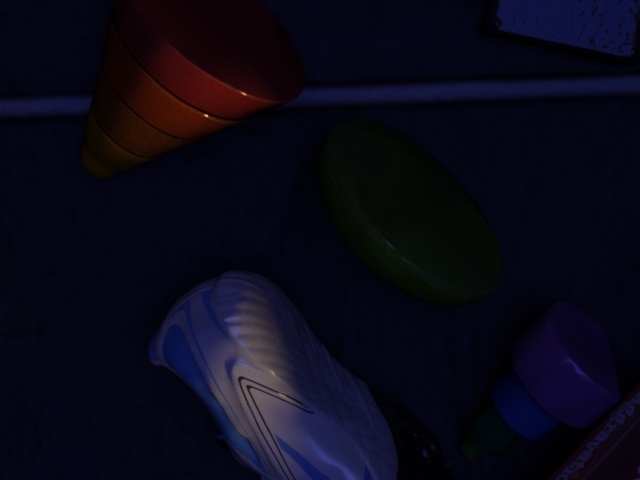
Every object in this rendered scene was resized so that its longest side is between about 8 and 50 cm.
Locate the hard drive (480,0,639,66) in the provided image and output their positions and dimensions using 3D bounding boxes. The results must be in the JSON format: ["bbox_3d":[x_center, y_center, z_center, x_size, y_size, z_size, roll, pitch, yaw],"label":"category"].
[{"bbox_3d":[0.152,-0.176,0.928,0.094,0.022,0.135,11,90,-5],"label":"hard drive"}]

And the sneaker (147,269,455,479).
[{"bbox_3d":[-0.001,0.117,0.903,0.086,0.085,0.237,-31,105,37],"label":"sneaker"}]

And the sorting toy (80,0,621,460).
[{"bbox_3d":[0.000,0.000,0.898,0.365,0.127,0.126,41,117,-7],"label":"sorting toy"}]

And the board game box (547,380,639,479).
[{"bbox_3d":[0.140,0.215,0.890,0.281,0.027,0.145,-45,113,-11],"label":"board game box"}]
